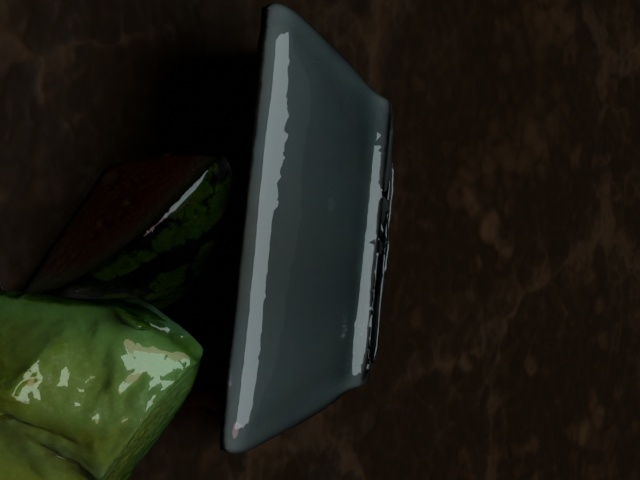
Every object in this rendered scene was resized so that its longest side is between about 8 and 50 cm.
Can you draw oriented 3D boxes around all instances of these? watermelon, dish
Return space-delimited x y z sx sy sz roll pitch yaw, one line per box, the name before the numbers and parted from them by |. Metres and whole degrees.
watermelon | -0.092 -0.011 0.915 0.125 0.135 0.094 8 46 -44
dish | 0.000 0.000 0.946 0.182 0.080 0.243 51 45 -86

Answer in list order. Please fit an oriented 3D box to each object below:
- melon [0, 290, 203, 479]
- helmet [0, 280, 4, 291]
melon | -0.183 0.127 0.693 0.323 0.124 0.196 -40 118 2
helmet | -0.225 0.023 0.749 0.153 0.107 0.177 -12 131 -19
